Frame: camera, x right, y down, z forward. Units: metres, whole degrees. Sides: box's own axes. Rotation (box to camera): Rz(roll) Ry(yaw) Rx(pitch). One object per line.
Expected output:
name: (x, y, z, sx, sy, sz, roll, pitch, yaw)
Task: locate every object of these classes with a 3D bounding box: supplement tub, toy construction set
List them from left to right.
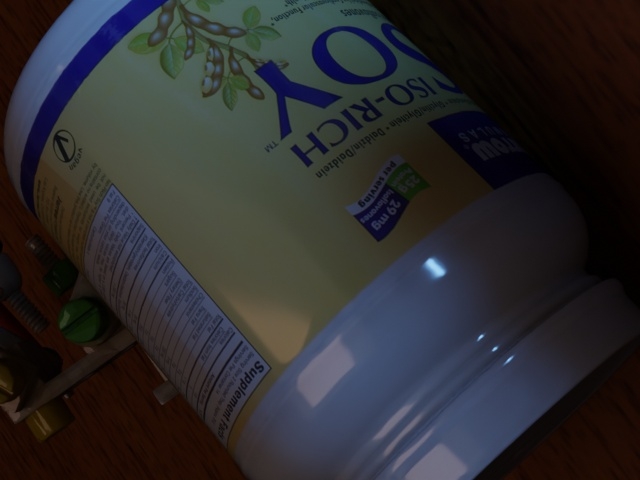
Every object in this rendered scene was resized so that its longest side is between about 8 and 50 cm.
toy construction set: (-0.200, 0.088, 0.937, 0.237, 0.257, 0.309, 48, 158, -1)
supplement tub: (0.000, 0.000, 0.651, 0.331, 0.241, 0.241, 47, 135, 18)
